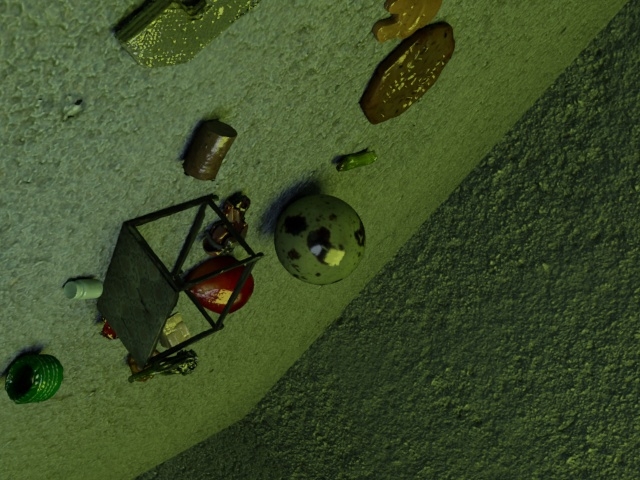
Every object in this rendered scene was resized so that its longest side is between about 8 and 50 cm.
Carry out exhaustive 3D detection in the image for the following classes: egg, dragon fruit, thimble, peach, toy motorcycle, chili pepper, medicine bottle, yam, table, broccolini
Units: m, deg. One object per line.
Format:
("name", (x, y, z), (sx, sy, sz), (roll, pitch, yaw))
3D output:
("egg", (0.000, 0.000, 2.060), (0.288, 0.287, 0.379), (-41, 171, -4))
("dragon fruit", (-0.519, 0.203, 1.765), (0.147, 0.096, 0.102), (4, 137, -18))
("thimble", (-0.713, 0.343, 1.619), (0.130, 0.118, 0.090), (-63, 156, 6))
("peach", (-0.293, 0.132, 1.983), (0.154, 0.159, 0.267), (-50, 160, 6))
("toy motorcycle", (-0.256, -0.030, 1.771), (0.118, 0.084, 0.212), (-23, 147, -44))
("chili pepper", (0.108, -0.251, 2.085), (0.202, 0.050, 0.051), (-22, 139, -46))
("medicine bottle", (-0.553, 0.114, 1.522), (0.047, 0.047, 0.083), (-47, 162, 15))
("yam", (-0.241, -0.196, 1.410), (0.084, 0.084, 0.127), (-19, 148, -52))
("table", (-0.356, 0.102, 1.635), (0.272, 0.222, 0.335), (-23, 156, -44))
("broccolini", (-0.390, 0.309, 1.621), (0.091, 0.068, 0.203), (-18, 166, 32))

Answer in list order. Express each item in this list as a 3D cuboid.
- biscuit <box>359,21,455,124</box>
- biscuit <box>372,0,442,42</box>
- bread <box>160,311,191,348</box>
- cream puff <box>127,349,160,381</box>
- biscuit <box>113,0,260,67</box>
("biscuit", (0.256, -0.473, 1.880), (0.359, 0.046, 0.359), (-38, 162, -15))
("biscuit", (0.224, -0.561, 1.617), (0.236, 0.040, 0.144), (-24, 161, -40))
("bread", (-0.494, 0.296, 2.142), (0.077, 0.105, 0.152), (-33, -168, -30))
("cream puff", (-0.569, 0.401, 2.114), (0.122, 0.094, 0.116), (-40, 161, 9))
("biscuit", (-0.213, -0.375, 1.079), (0.250, 0.046, 0.147), (-41, 164, -4))
